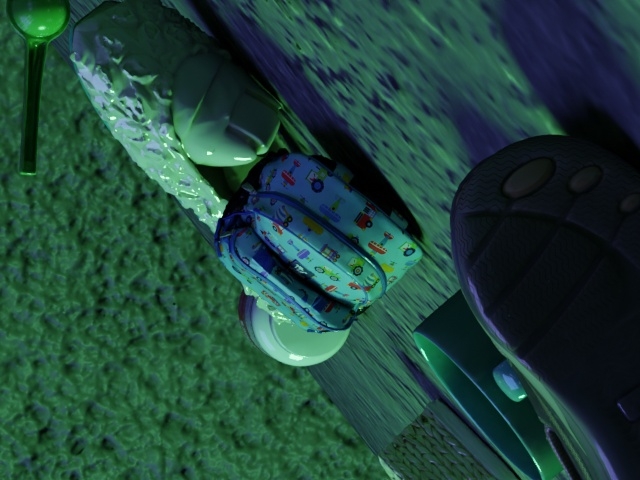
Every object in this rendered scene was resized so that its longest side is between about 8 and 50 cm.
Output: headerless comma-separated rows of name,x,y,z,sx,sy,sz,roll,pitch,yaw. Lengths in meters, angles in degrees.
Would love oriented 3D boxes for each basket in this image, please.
basket,0.157,0.283,2.104,0.167,0.103,0.113,46,171,42

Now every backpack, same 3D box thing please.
backpack,0.000,0.000,1.536,0.158,0.117,0.173,40,169,-10

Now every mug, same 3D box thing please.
mug,0.141,0.079,1.155,0.129,0.097,0.158,55,171,-26

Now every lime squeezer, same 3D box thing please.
lime squeezer,-0.226,-0.213,1.568,0.110,0.059,0.310,44,127,41

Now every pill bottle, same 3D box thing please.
pill bottle,-0.028,0.088,2.201,0.121,0.121,0.216,51,173,-7

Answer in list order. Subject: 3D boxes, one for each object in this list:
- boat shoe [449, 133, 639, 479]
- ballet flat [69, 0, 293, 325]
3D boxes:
boat shoe,0.186,0.097,0.939,0.355,0.132,0.130,60,-178,-8
ballet flat,-0.065,-0.075,1.684,0.409,0.147,0.147,52,174,-37
